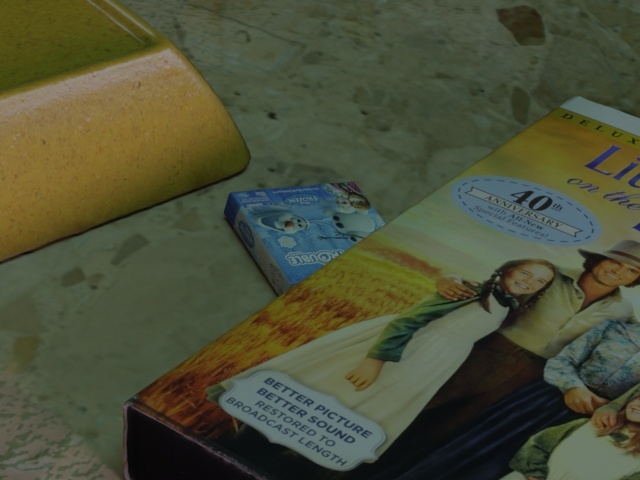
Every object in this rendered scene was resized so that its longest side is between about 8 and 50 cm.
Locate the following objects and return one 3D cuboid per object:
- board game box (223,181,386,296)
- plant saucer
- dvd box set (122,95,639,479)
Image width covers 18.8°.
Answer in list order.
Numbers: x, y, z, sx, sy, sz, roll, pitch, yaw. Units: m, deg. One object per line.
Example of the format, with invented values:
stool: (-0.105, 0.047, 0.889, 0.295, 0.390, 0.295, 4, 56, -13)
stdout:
board game box: (0.000, 0.000, 1.181, 0.090, 0.020, 0.090, -7, 42, -30)
plant saucer: (-0.256, -0.121, 1.191, 0.333, 0.081, 0.333, 39, 41, 27)
dvd box set: (0.148, 0.071, 1.034, 0.308, 0.062, 0.420, 27, 41, 31)
